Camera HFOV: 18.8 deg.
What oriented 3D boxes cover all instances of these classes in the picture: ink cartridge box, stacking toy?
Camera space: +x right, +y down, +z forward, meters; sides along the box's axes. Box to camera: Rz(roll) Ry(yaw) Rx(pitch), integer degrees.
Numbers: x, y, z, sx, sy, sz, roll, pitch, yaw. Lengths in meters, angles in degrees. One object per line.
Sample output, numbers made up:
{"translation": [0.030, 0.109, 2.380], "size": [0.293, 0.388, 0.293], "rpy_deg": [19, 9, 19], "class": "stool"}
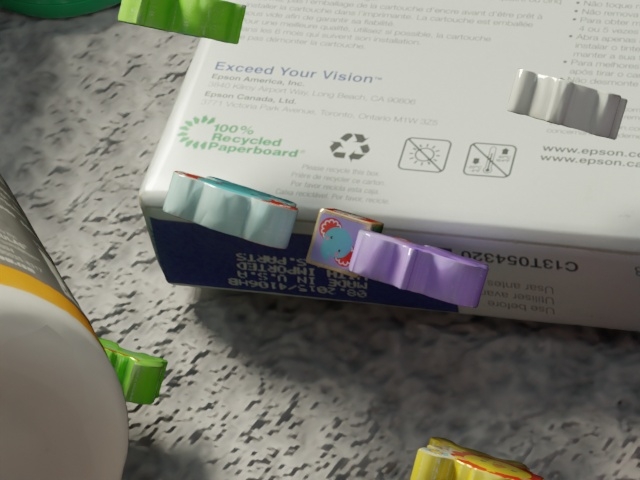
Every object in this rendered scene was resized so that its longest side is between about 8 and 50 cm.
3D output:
{"translation": [0.119, -0.104, 0.883], "size": [0.324, 0.071, 0.330], "rpy_deg": [6, 49, 15], "class": "ink cartridge box"}
{"translation": [0.000, 0.000, 0.756], "size": [0.221, 0.052, 0.167], "rpy_deg": [16, 95, 15], "class": "stacking toy"}

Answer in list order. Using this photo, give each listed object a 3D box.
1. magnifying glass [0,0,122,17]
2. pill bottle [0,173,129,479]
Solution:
{"translation": [-0.193, -0.148, 1.003], "size": [0.231, 0.026, 0.092], "rpy_deg": [-2, 51, 5], "class": "magnifying glass"}
{"translation": [-0.194, 0.017, 0.766], "size": [0.162, 0.162, 0.278], "rpy_deg": [-26, 42, -12], "class": "pill bottle"}
